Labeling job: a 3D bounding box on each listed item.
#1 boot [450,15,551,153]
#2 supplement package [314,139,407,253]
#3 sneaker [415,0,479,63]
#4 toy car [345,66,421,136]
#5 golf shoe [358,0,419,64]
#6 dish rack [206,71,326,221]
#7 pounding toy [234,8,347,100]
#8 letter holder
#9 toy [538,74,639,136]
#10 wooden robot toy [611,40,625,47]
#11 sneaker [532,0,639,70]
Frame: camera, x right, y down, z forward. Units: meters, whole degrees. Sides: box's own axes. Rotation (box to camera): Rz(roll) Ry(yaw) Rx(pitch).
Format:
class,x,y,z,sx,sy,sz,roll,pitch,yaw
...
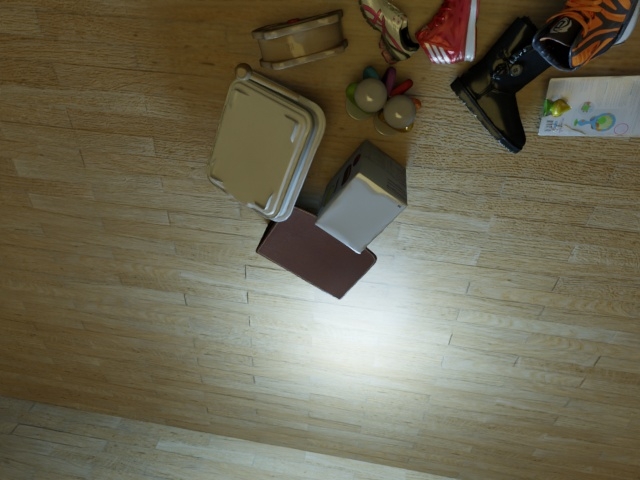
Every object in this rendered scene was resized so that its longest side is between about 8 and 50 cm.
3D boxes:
class,x,y,z,sx,sy,sz,roll,pitch,yaw
boot,0.450,-0.342,0.932,0.246,0.094,0.207,43,126,-12
supplement package,0.110,-0.118,1.092,0.149,0.203,0.194,33,124,-13
sneaker,0.264,-0.483,0.876,0.128,0.087,0.221,-5,123,13
toy car,0.154,-0.339,0.979,0.182,0.159,0.136,27,91,-8
golf shoe,0.151,-0.482,0.896,0.086,0.067,0.186,-2,136,47
dish rack,-0.163,-0.232,1.061,0.286,0.072,0.332,32,118,14
pounding toy,-0.064,-0.421,0.957,0.270,0.154,0.154,-15,123,-2
letter holder,0.000,0.000,1.234,0.302,0.152,0.214,31,123,-11
toy,0.638,-0.311,0.943,0.238,0.056,0.136,3,129,15
wooden robot toy,0.606,-0.473,0.819,0.076,0.079,0.173,4,125,8
sneaker,0.481,-0.433,0.725,0.180,0.124,0.321,-38,141,-2
